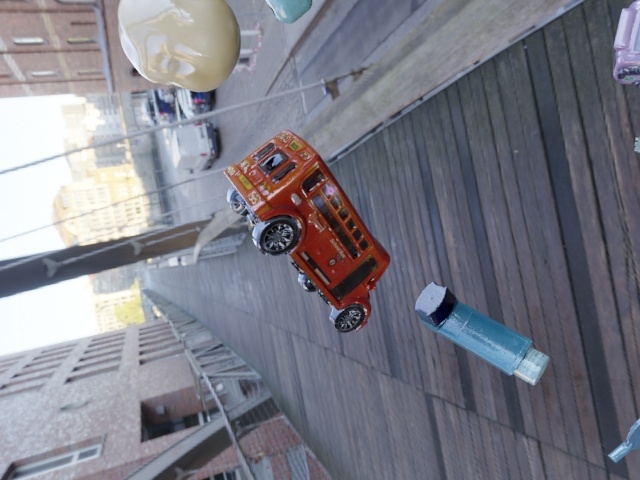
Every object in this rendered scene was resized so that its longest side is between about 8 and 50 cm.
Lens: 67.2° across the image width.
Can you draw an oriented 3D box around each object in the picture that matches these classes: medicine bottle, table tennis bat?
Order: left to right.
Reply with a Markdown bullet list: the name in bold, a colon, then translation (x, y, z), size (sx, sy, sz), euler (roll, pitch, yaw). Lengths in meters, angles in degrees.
- **medicine bottle**: translation (0.313, 0.185, 0.952), size (0.258, 0.079, 0.124), euler (30, 164, 31)
- **table tennis bat**: translation (0.661, 0.403, 0.997), size (0.100, 0.155, 0.019), euler (50, 178, -34)

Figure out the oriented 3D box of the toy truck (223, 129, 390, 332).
- **toy truck**: translation (0.000, 0.000, 0.568), size (0.252, 0.114, 0.107), euler (52, 177, -42)

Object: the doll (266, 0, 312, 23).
- **doll**: translation (-0.070, -0.334, 0.576), size (0.158, 0.059, 0.159), euler (50, -175, -8)

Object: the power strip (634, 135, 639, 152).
- **power strip**: translation (0.589, -0.172, 0.831), size (0.136, 0.019, 0.051), euler (-88, 13, -76)

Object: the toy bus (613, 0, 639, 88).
- **toy bus**: translation (0.457, -0.237, 0.566), size (0.199, 0.108, 0.096), euler (15, 97, 42)

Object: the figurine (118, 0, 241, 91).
- **figurine**: translation (-0.118, -0.234, 0.450), size (0.114, 0.108, 0.196), euler (-24, 55, 60)
